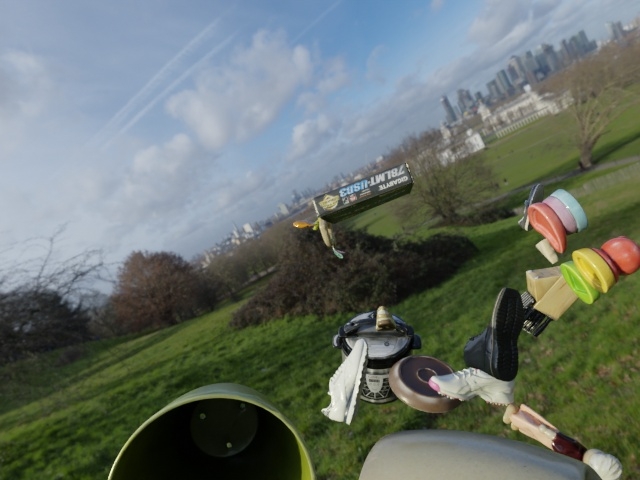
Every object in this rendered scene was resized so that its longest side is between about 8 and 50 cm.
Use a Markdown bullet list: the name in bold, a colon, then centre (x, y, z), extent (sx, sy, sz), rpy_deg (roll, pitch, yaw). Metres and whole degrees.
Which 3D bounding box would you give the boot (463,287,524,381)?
- **boot**: centre (0.381, 0.206, 0.955), extent (0.137, 0.077, 0.198), rpy_deg (157, 129, -72)

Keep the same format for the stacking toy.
- **stacking toy**: centre (0.727, 0.014, 1.159), extent (0.130, 0.309, 0.279), rpy_deg (-31, -37, 9)

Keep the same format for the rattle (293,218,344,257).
- **rattle**: centre (0.000, 0.000, 1.662), extent (0.142, 0.200, 0.130), rpy_deg (-25, 42, -1)

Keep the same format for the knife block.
- **knife block**: centre (0.821, 0.220, 1.483), extent (0.275, 0.242, 0.088), rpy_deg (-11, 15, 11)

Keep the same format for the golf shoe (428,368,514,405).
- **golf shoe**: centre (0.523, 0.476, 1.444), extent (0.306, 0.140, 0.115), rpy_deg (9, 4, -10)

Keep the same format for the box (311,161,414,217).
- **box**: centre (0.141, -0.140, 1.328), extent (0.295, 0.073, 0.293), rpy_deg (-21, -3, 8)

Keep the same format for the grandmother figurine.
- **grandmother figurine**: centre (0.750, 0.630, 1.314), extent (0.342, 0.208, 0.104), rpy_deg (15, 75, 60)

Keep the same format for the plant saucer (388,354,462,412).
- **plant saucer**: centre (0.439, 0.571, 1.730), extent (0.310, 0.050, 0.310), rpy_deg (2, 27, -1)

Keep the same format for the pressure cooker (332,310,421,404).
- **pressure cooker**: centre (0.279, 0.561, 2.124), extent (0.370, 0.420, 0.375), rpy_deg (-25, 36, -30)

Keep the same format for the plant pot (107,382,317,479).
- **plant pot**: centre (-0.162, 0.351, 0.694), extent (0.275, 0.275, 0.293), rpy_deg (-29, 1, -10)

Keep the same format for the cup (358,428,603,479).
- **cup**: centre (0.230, 0.377, 0.496), extent (0.237, 0.331, 0.331), rpy_deg (-32, 3, 29)

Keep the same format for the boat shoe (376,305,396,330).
- **boat shoe**: centre (0.216, 0.259, 1.400), extent (0.068, 0.072, 0.190), rpy_deg (-8, -21, 3)

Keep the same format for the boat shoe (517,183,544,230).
- **boat shoe**: centre (0.853, -0.140, 1.714), extent (0.075, 0.206, 0.065), rpy_deg (-16, 33, -23)

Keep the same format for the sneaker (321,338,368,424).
- **sneaker**: centre (0.075, 0.387, 1.181), extent (0.095, 0.235, 0.090), rpy_deg (11, -18, 22)
